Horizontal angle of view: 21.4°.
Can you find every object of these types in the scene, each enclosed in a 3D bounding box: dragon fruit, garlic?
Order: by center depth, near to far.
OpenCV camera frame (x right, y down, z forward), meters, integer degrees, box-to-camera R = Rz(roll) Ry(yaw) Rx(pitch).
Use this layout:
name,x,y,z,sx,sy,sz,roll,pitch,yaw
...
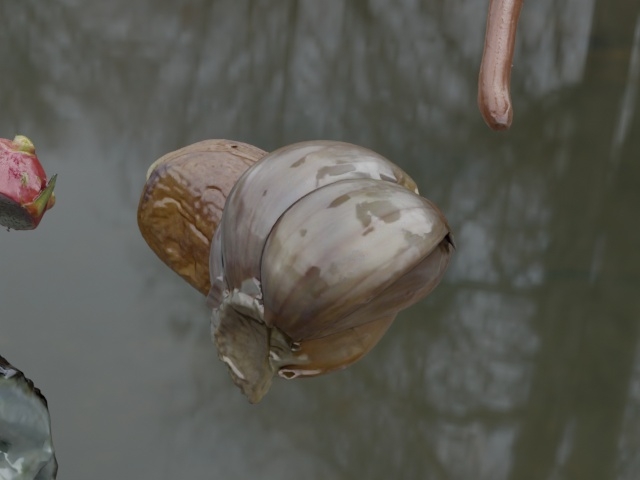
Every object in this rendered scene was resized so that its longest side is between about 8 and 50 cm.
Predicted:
name,x,y,z,sx,sy,sz,roll,pitch,yaw
garlic,0.000,0.000,1.251,0.191,0.214,0.160,-35,73,-24
dragon fruit,-0.234,-0.046,1.307,0.060,0.083,0.056,9,60,28

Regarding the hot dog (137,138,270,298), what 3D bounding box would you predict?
name,x,y,z,sx,sy,sz,roll,pitch,yaw
hot dog,-0.087,0.000,1.962,0.272,0.196,0.122,34,24,23

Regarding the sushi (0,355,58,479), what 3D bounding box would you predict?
name,x,y,z,sx,sy,sz,roll,pitch,yaw
sushi,-0.268,0.186,0.853,0.170,0.350,0.211,24,16,28

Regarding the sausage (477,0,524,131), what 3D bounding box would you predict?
name,x,y,z,sx,sy,sz,roll,pitch,yaw
sausage,0.203,-0.213,1.900,0.043,0.186,0.043,8,-12,2
